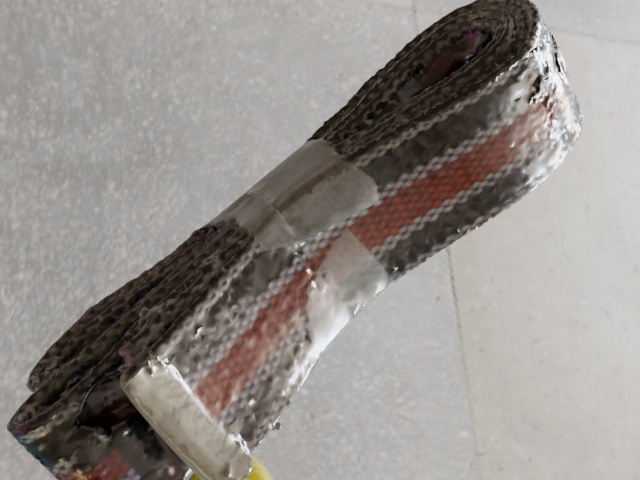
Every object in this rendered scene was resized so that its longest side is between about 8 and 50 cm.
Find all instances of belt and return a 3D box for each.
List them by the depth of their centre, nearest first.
[{"bbox_3d":[0.000,0.000,0.470,0.359,0.126,0.094,-41,114,-13],"label":"belt"}]

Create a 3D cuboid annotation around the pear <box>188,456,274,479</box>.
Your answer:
[{"bbox_3d":[-0.204,0.425,1.187,0.285,0.336,0.285,18,29,-11],"label":"pear"}]
